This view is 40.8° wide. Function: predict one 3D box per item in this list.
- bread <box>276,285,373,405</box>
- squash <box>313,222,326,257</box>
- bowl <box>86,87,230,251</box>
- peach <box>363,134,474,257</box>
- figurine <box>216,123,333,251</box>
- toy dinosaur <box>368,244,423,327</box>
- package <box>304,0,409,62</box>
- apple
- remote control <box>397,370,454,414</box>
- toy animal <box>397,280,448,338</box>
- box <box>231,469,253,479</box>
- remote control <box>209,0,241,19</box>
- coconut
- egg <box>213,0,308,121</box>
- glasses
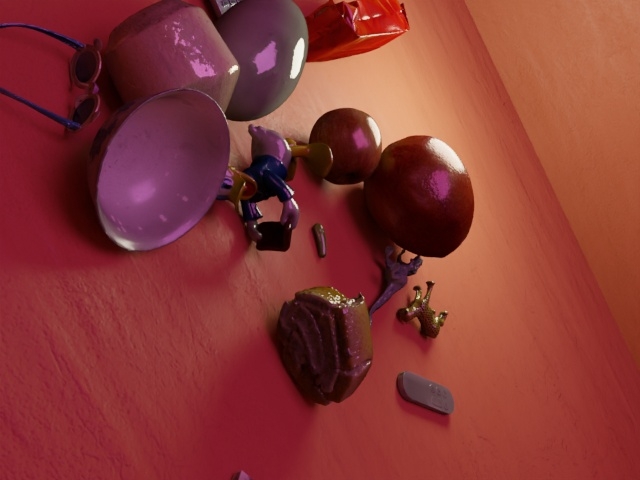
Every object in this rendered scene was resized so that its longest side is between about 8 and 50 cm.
[{"bbox_3d":[0.016,0.222,1.829,0.124,0.186,0.257,-22,97,-61],"label":"bread"},{"bbox_3d":[0.001,0.000,2.085,0.027,0.027,0.089,4,69,-54],"label":"squash"},{"bbox_3d":[-0.325,-0.150,1.571,0.313,0.146,0.313,-36,142,-35],"label":"bowl"},{"bbox_3d":[0.267,-0.110,2.288,0.308,0.308,0.332,-28,92,-57],"label":"peach"},{"bbox_3d":[-0.150,-0.108,1.856,0.338,0.204,0.283,0,77,-42],"label":"figurine"},{"bbox_3d":[0.177,0.092,2.226,0.383,0.076,0.129,-34,121,-52],"label":"toy dinosaur"},{"bbox_3d":[0.083,-0.592,2.405,0.423,0.196,0.123,-25,93,-56],"label":"package"},{"bbox_3d":[0.063,-0.234,2.168,0.188,0.188,0.173,19,60,-49],"label":"apple"},{"bbox_3d":[0.276,0.399,2.235,0.245,0.022,0.077,29,46,-44],"label":"remote control"},{"bbox_3d":[0.285,0.211,2.332,0.181,0.073,0.136,60,40,-33],"label":"toy animal"},{"bbox_3d":[-0.135,0.475,1.604,0.083,0.024,0.054,49,38,-26],"label":"box"},{"bbox_3d":[-0.204,-0.518,2.083,0.103,0.051,0.293,-32,99,-48],"label":"remote control"},{"bbox_3d":[-0.284,-0.324,1.686,0.266,0.237,0.237,56,34,-7],"label":"coconut"},{"bbox_3d":[-0.146,-0.417,1.931,0.230,0.230,0.371,49,45,-26],"label":"egg"},{"bbox_3d":[-0.506,-0.293,1.534,0.221,0.088,0.189,10,62,-30],"label":"glasses"}]
